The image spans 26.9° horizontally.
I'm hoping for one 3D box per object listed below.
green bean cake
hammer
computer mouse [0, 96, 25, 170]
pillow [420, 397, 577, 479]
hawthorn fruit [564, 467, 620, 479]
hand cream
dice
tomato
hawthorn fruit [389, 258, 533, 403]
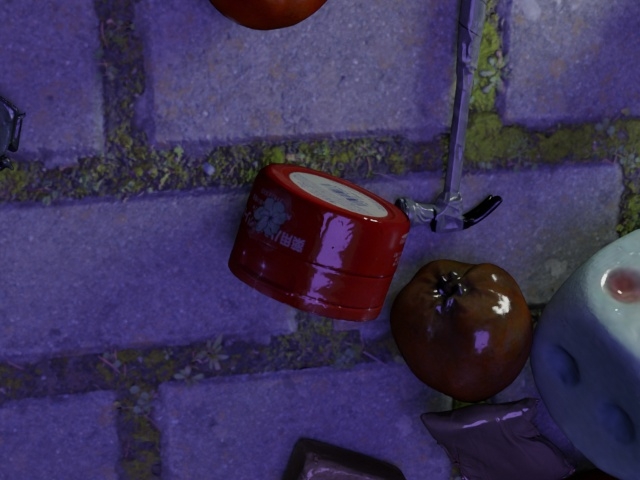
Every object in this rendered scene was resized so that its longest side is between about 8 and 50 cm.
[{"bbox_3d":[0.035,0.374,1.980,0.179,0.085,0.109,20,102,-20],"label":"green bean cake"},{"bbox_3d":[0.192,-0.216,1.858,0.152,0.044,0.427,-1,107,-14],"label":"hammer"},{"bbox_3d":[-0.481,-0.165,1.699,0.231,0.071,0.126,35,82,-31],"label":"computer mouse"},{"bbox_3d":[0.266,0.299,1.959,0.173,0.067,0.270,-14,144,15],"label":"pillow"},{"bbox_3d":[0.427,0.466,2.026,0.261,0.258,0.258,3,107,2],"label":"hawthorn fruit"},{"bbox_3d":[0.000,0.000,1.783,0.230,0.230,0.149,18,102,-18],"label":"hand cream"},{"bbox_3d":[0.472,0.159,1.872,0.268,0.262,0.265,-27,147,-24],"label":"dice"},{"bbox_3d":[-0.065,-0.363,1.699,0.195,0.136,0.195,-5,107,-15],"label":"tomato"},{"bbox_3d":[0.206,0.149,1.907,0.199,0.199,0.251,-22,129,-6],"label":"hawthorn fruit"}]
